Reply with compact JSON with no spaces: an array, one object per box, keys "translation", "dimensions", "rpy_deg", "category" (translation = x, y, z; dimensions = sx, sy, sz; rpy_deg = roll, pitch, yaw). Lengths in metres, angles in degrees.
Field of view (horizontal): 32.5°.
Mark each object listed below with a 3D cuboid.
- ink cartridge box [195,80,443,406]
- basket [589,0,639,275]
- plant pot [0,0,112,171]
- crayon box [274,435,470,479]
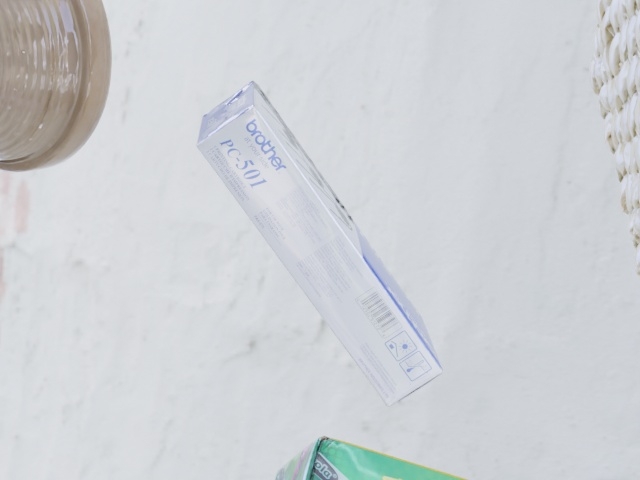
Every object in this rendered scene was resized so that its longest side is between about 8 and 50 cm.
[{"translation":[0.000,0.000,0.707],"dimensions":[0.046,0.207,0.097],"rpy_deg":[-33,-164,7],"category":"ink cartridge box"},{"translation":[0.362,-0.100,0.805],"dimensions":[0.267,0.331,0.328],"rpy_deg":[-10,-113,7],"category":"basket"},{"translation":[-0.317,-0.176,1.016],"dimensions":[0.237,0.110,0.237],"rpy_deg":[8,-75,32],"category":"plant pot"},{"translation":[0.101,0.256,0.928],"dimensions":[0.165,0.279,0.081],"rpy_deg":[124,-16,-65],"category":"crayon box"}]
